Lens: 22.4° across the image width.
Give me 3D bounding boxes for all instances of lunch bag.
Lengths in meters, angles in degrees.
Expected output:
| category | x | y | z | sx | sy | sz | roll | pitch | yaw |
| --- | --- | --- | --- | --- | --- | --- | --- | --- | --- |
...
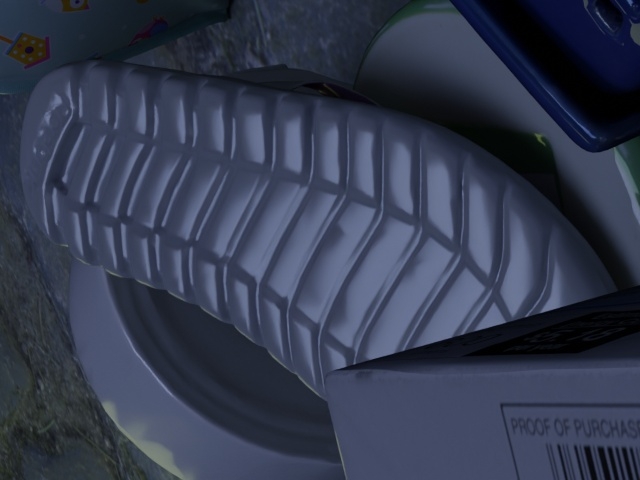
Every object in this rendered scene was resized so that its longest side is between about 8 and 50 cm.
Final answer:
| category | x | y | z | sx | sy | sz | roll | pitch | yaw |
| --- | --- | --- | --- | --- | --- | --- | --- | --- | --- |
| lunch bag | -0.200 | -0.243 | 1.208 | 0.160 | 0.262 | 0.223 | 46 | 145 | 33 |

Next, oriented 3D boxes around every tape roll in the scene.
| category | x | y | z | sx | sy | sz | roll | pitch | yaw |
| --- | --- | --- | --- | --- | --- | --- | --- | --- | --- |
| tape roll | -0.021 | 0.028 | 1.081 | 0.286 | 0.286 | 0.100 | 60 | 150 | 13 |

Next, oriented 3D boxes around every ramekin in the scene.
| category | x | y | z | sx | sy | sz | roll | pitch | yaw |
| --- | --- | --- | --- | --- | --- | --- | --- | --- | --- |
| ramekin | 0.148 | -0.025 | 0.902 | 0.303 | 0.148 | 0.303 | 37 | 139 | 41 |

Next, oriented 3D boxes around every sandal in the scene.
| category | x | y | z | sx | sy | sz | roll | pitch | yaw |
| --- | --- | --- | --- | --- | --- | --- | --- | --- | --- |
| sandal | 0.004 | -0.014 | 0.894 | 0.416 | 0.102 | 0.169 | 27 | 116 | 30 |

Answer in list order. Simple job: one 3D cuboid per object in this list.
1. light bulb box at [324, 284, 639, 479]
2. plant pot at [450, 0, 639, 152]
| category | x | y | z | sx | sy | sz | roll | pitch | yaw |
| --- | --- | --- | --- | --- | --- | --- | --- | --- | --- |
| light bulb box | 0.257 | 0.109 | 0.583 | 0.358 | 0.361 | 0.225 | -9 | 94 | 59 |
| plant pot | 0.154 | -0.187 | 0.706 | 0.236 | 0.236 | 0.212 | 53 | 153 | 22 |
